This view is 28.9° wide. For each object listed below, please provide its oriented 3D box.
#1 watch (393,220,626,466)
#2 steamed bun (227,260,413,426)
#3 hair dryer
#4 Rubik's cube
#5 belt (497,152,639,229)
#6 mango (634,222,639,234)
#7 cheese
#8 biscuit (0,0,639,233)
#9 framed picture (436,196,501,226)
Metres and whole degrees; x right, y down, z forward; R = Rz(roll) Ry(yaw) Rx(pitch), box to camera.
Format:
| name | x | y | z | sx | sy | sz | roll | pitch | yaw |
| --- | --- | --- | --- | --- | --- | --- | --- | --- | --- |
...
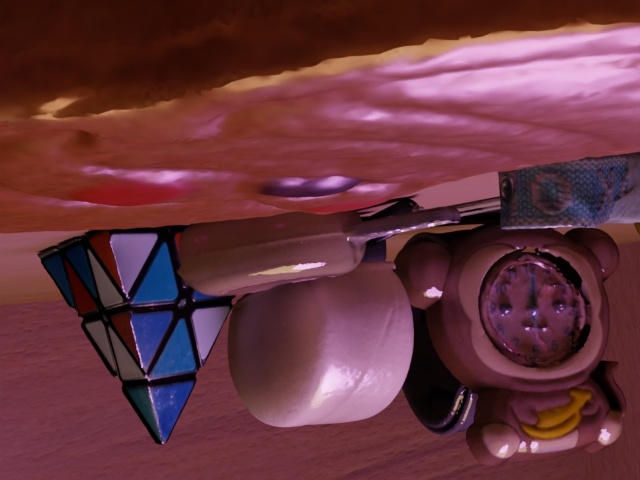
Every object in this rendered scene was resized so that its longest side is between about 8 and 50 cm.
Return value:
| name | x | y | z | sx | sy | sz | roll | pitch | yaw |
| --- | --- | --- | --- | --- | --- | --- | --- | --- | --- |
| watch | 0.223 | 0.144 | 1.701 | 0.314 | 0.335 | 0.327 | -6 | 167 | -19 |
| steamed bun | -0.003 | 0.125 | 1.408 | 0.146 | 0.164 | 0.241 | -1 | 167 | -30 |
| hair dryer | 0.046 | -0.008 | 1.381 | 0.124 | 0.072 | 0.219 | -4 | 169 | -33 |
| Rubik's cube | -0.222 | 0.025 | 1.439 | 0.234 | 0.284 | 0.250 | 14 | -137 | 33 |
| belt | 0.274 | -0.046 | 1.062 | 0.302 | 0.072 | 0.087 | -4 | 178 | -34 |
| mango | 0.408 | -0.037 | 1.339 | 0.137 | 0.091 | 0.237 | -13 | 175 | 10 |
| cheese | 0.000 | 0.000 | 1.232 | 0.286 | 0.082 | 0.163 | -9 | 177 | 20 |
| biscuit | -0.009 | -0.054 | 0.522 | 0.455 | 0.078 | 0.349 | -8 | 172 | 30 |
| framed picture | 0.238 | -0.037 | 1.610 | 0.273 | 0.016 | 0.216 | -3 | 175 | -43 |
